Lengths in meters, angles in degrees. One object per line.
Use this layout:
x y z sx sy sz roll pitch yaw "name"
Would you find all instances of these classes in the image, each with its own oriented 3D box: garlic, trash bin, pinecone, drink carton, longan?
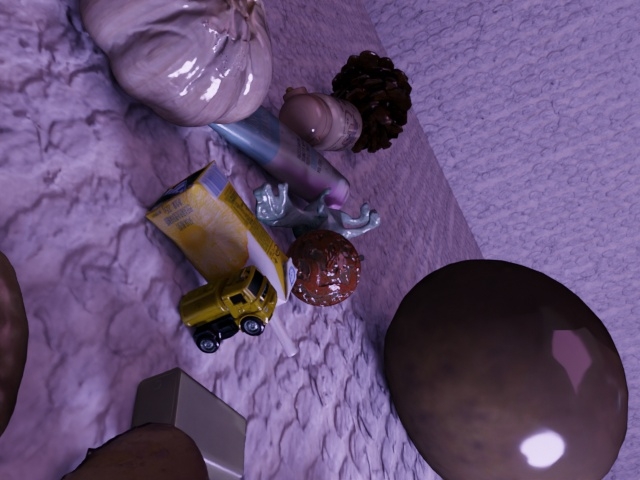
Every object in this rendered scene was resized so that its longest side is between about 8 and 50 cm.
-0.134 -0.226 0.599 0.228 0.152 0.228 38 37 -36 "garlic"
-0.099 0.149 0.446 0.092 0.042 0.061 51 25 -42 "trash bin"
0.103 -0.293 1.242 0.184 0.179 0.205 34 49 -17 "pinecone"
-0.077 0.024 0.573 0.200 0.084 0.075 55 22 -22 "drink carton"
0.277 0.217 0.891 0.404 0.336 0.404 47 -15 17 "longan"

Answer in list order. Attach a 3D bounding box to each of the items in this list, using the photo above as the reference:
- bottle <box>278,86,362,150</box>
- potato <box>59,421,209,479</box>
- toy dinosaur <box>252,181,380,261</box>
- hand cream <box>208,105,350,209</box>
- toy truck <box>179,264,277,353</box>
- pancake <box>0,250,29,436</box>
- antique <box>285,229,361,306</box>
-0.003 -0.208 0.984 0.110 0.097 0.209 66 21 2 "bottle"
-0.103 0.174 0.306 0.100 0.089 0.172 35 48 -44 "potato"
0.045 -0.014 0.848 0.383 0.129 0.076 34 44 -56 "toy dinosaur"
-0.072 -0.141 0.794 0.312 0.070 0.111 36 39 -44 "hand cream"
-0.081 0.059 0.523 0.054 0.083 0.049 58 22 -22 "toy truck"
-0.234 0.023 0.252 0.236 0.042 0.222 62 19 -11 "pancake"
0.002 0.035 0.732 0.104 0.104 0.104 50 26 -35 "antique"
